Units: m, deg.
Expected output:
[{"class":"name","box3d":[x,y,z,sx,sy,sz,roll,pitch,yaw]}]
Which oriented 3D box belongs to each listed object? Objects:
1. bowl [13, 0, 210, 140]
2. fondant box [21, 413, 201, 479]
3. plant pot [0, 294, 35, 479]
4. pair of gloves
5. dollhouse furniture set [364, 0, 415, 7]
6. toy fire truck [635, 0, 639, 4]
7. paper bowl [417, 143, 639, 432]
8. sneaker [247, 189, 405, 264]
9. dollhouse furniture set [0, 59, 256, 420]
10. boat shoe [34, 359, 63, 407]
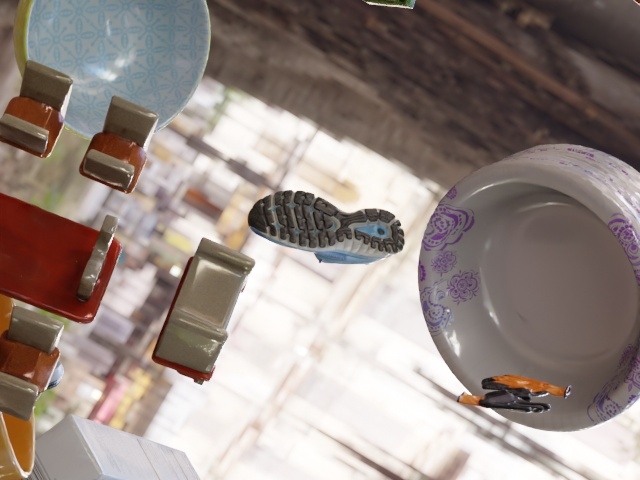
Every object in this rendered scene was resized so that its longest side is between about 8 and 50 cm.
[{"class":"bowl","box3d":[-0.314,-0.289,2.261,0.156,0.289,0.289,21,-101,51]},{"class":"fondant box","box3d":[-0.311,0.351,2.071,0.238,0.096,0.330,-37,154,7]},{"class":"plant pot","box3d":[-0.376,0.132,1.493,0.205,0.188,0.205,170,-90,-88]},{"class":"pair of gloves","box3d":[0.155,0.121,1.290,0.083,0.074,0.010,-22,115,-63]},{"class":"dollhouse furniture set","box3d":[0.041,-0.283,1.674,0.152,0.059,0.076,16,89,-55]},{"class":"toy fire truck","box3d":[0.483,-0.330,1.934,0.217,0.246,0.158,-7,-140,38]},{"class":"paper bowl","box3d":[0.252,0.042,1.666,0.148,0.284,0.284,-25,155,-49]},{"class":"sneaker","box3d":[0.000,0.000,1.611,0.073,0.162,0.063,-45,-141,51]},{"class":"dollhouse furniture set","box3d":[-0.195,0.028,1.339,0.135,0.259,0.262,124,-12,-64]},{"class":"boat shoe","box3d":[-0.387,0.199,2.101,0.183,0.083,0.065,-6,-164,44]}]
